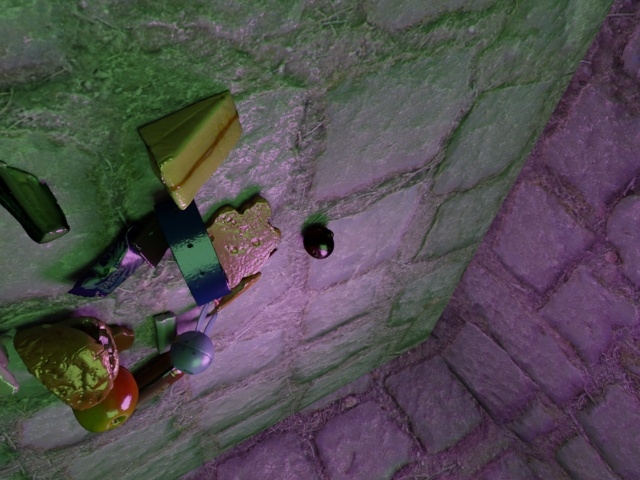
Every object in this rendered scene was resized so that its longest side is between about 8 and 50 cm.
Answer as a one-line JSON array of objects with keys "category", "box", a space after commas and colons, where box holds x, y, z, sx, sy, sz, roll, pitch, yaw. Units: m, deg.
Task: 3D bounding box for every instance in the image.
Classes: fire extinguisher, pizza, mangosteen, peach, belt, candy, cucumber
[{"category": "fire extinguisher", "box": [-0.629, 0.543, 1.872, 0.376, 0.200, 0.113, -37, 113, -2]}, {"category": "pizza", "box": [-0.313, 0.191, 1.798, 0.262, 0.034, 0.181, -40, 178, 18]}, {"category": "mangosteen", "box": [0.000, 0.000, 1.856, 0.140, 0.140, 0.140, -26, 147, -18]}, {"category": "peach", "box": [-0.753, 0.547, 1.707, 0.231, 0.231, 0.230, -26, 147, -18]}, {"category": "belt", "box": [-0.362, 0.028, 1.396, 0.117, 0.212, 0.346, -23, 129, -12]}, {"category": "candy", "box": [-0.580, 0.067, 1.393, 0.275, 0.070, 0.145, -46, 156, 4]}, {"category": "cucumber", "box": [-0.646, -0.079, 1.070, 0.086, 0.193, 0.115, -42, 178, 11]}]

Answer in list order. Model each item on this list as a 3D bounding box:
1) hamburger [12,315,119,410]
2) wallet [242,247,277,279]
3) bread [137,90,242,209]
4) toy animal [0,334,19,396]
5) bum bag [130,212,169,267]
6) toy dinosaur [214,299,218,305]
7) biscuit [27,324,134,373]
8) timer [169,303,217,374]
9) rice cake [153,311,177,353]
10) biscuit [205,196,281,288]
[{"category": "hamburger", "box": [-0.715, 0.342, 1.459, 0.209, 0.162, 0.329, -36, 119, -4]}, {"category": "wallet", "box": [-0.239, 0.085, 1.782, 0.176, 0.026, 0.095, -40, 172, 7]}, {"category": "bread", "box": [-0.288, -0.227, 1.205, 0.264, 0.163, 0.167, -30, 147, -13]}, {"category": "toy animal", "box": [-0.983, 0.318, 1.262, 0.308, 0.188, 0.266, -26, 127, 1]}, {"category": "bum bag", "box": [-0.477, 0.006, 1.400, 0.159, 0.026, 0.109, 80, 33, -59]}, {"category": "toy dinosaur", "box": [-0.360, 0.112, 1.699, 0.139, 0.070, 0.286, 33, 106, -35]}, {"category": "biscuit", "box": [-0.774, 0.355, 1.592, 0.320, 0.047, 0.183, -25, 143, -20]}, {"category": "timer", "box": [-0.470, 0.365, 1.797, 0.176, 0.255, 0.175, -5, 148, -3]}, {"category": "rice cake", "box": [-0.562, 0.338, 1.790, 0.080, 0.042, 0.221, -18, 143, -27]}, {"category": "biscuit", "box": [-0.283, 0.011, 1.598, 0.270, 0.051, 0.375, 22, 111, -40]}]
